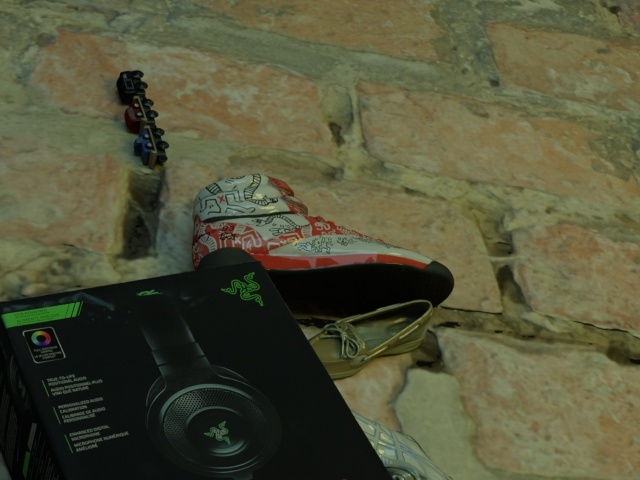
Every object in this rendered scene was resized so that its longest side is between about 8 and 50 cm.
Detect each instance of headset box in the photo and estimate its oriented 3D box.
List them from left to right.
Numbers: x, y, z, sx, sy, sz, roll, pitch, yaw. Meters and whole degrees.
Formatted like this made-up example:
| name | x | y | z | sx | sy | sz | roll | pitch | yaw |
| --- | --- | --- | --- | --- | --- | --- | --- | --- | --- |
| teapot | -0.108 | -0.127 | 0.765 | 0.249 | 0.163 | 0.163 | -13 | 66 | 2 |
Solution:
| name | x | y | z | sx | sy | sz | roll | pitch | yaw |
| --- | --- | --- | --- | --- | --- | --- | --- | --- | --- |
| headset box | -0.116 | 0.159 | 0.955 | 0.246 | 0.131 | 0.283 | -8 | 48 | -30 |

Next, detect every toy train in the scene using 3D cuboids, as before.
| name | x | y | z | sx | sy | sz | roll | pitch | yaw |
| --- | --- | --- | --- | --- | --- | --- | --- | --- | --- |
| toy train | -0.203 | -0.139 | 1.321 | 0.036 | 0.027 | 0.158 | -5 | 47 | -22 |

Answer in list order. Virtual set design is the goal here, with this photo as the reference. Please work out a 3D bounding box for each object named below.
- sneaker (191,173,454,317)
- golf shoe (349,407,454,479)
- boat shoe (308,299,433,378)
| name | x | y | z | sx | sy | sz | roll | pitch | yaw |
| --- | --- | --- | --- | --- | --- | --- | --- | --- | --- |
| sneaker | 0.000 | -0.001 | 1.206 | 0.270 | 0.090 | 0.145 | 2 | 47 | -17 |
| golf shoe | 0.045 | 0.192 | 1.052 | 0.176 | 0.069 | 0.086 | 40 | 24 | 16 |
| boat shoe | 0.045 | 0.093 | 1.154 | 0.153 | 0.048 | 0.056 | -11 | 50 | -31 |
